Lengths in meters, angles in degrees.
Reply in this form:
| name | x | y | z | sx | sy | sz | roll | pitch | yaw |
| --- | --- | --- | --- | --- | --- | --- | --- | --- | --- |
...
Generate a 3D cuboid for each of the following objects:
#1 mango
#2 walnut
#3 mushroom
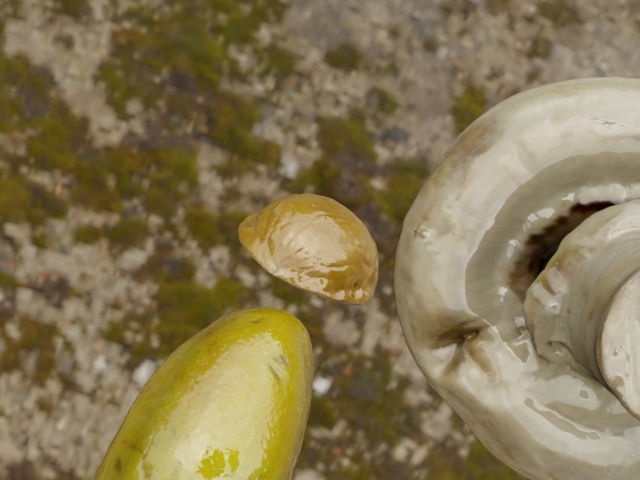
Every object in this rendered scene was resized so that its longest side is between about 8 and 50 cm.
| name | x | y | z | sx | sy | sz | roll | pitch | yaw |
| --- | --- | --- | --- | --- | --- | --- | --- | --- | --- |
| mango | -0.105 | 0.214 | 1.729 | 0.182 | 0.253 | 0.365 | 28 | 50 | 7 |
| walnut | 0.001 | -0.002 | 1.929 | 0.167 | 0.087 | 0.211 | 36 | 12 | 10 |
| mushroom | 0.189 | 0.032 | 1.128 | 0.293 | 0.292 | 0.290 | 27 | 5 | 2 |
